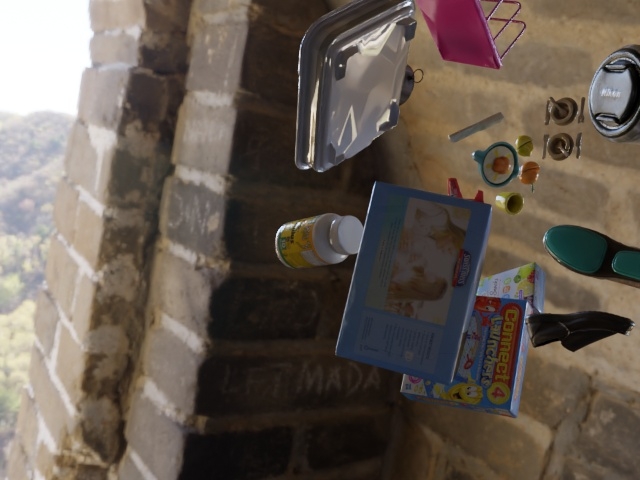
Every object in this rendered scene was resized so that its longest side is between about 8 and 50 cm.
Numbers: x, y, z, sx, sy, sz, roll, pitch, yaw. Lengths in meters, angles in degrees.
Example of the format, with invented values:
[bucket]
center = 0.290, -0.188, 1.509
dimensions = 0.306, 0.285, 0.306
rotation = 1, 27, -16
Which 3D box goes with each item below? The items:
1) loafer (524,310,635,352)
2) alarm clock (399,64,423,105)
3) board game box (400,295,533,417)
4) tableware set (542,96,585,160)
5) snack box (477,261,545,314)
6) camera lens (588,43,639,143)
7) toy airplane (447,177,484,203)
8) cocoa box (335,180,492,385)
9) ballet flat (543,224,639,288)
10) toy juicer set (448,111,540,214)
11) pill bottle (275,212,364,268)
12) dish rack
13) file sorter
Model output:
[loafer]
center = 0.518, 0.186, 1.349
dimensions = 0.080, 0.078, 0.220
rotation = 15, -17, -40
[alarm clock]
center = 0.221, -0.458, 1.942
dimensions = 0.064, 0.129, 0.192
rotation = 7, -7, -43
[board game box]
center = 0.403, 0.303, 1.848
dimensions = 0.302, 0.308, 0.086
rotation = 2, -24, 30
[tableware set]
center = 0.727, -0.340, 2.041
dimensions = 0.039, 0.194, 0.128
rotation = 5, 0, -41
[snack box]
center = 0.578, 0.176, 2.066
dimensions = 0.207, 0.174, 0.070
rotation = -25, -57, 38
[camera lens]
center = 0.782, -0.328, 1.546
dimensions = 0.275, 0.219, 0.219
rotation = 1, 7, -15
[toy airplane]
center = 0.412, -0.117, 1.933
dimensions = 0.151, 0.151, 0.028
rotation = 14, 39, 37
[cocoa box]
center = 0.193, 0.082, 1.337
dimensions = 0.232, 0.346, 0.228
rotation = 13, -1, 15
[ballet flat]
center = 0.642, 0.052, 1.480
dimensions = 0.316, 0.107, 0.106
rotation = 27, -1, 45
[toy juicer set]
center = 0.542, -0.249, 1.969
dimensions = 0.329, 0.209, 0.089
rotation = 48, -8, -25
[pill bottle]
center = 0.000, 0.000, 1.566
dimensions = 0.118, 0.117, 0.208
rotation = 8, -12, -41
[dish rack]
center = 0.077, -0.290, 1.272
dimensions = 0.072, 0.332, 0.286
rotation = 37, 55, 24
[file sorter]
center = 0.408, -0.644, 1.816
dimensions = 0.202, 0.182, 0.290
rotation = 26, -18, 44
